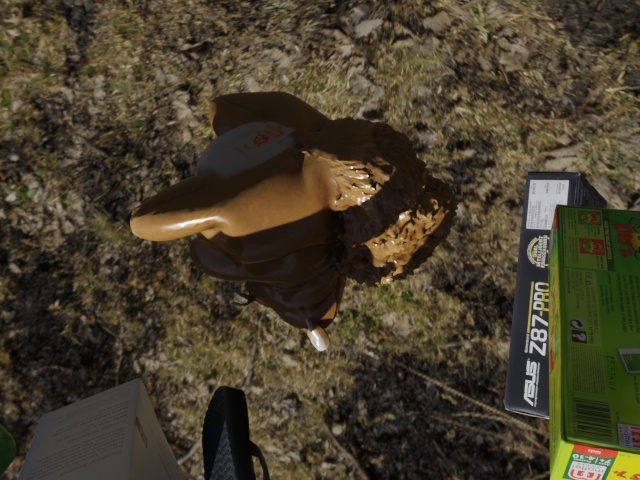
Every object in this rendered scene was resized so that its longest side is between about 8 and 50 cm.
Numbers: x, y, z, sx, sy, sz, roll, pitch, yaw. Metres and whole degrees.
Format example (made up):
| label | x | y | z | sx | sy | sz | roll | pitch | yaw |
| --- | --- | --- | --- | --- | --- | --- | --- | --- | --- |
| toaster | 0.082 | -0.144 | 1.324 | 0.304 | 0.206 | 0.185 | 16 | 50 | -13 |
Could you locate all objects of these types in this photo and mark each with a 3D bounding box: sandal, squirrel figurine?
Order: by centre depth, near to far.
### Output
| label | x | y | z | sx | sy | sz | roll | pitch | yaw |
| --- | --- | --- | --- | --- | --- | --- | --- | --- | --- |
| sandal | -0.074 | 0.237 | 0.575 | 0.054 | 0.254 | 0.097 | 19 | 115 | -20 |
| squirrel figurine | 0.000 | 0.000 | 0.883 | 0.396 | 0.281 | 0.370 | -3 | 134 | 17 |

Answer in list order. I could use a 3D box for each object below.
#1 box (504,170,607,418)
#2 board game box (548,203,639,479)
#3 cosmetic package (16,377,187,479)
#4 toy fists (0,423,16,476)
| label | x | y | z | sx | sy | sz | roll | pitch | yaw |
| --- | --- | --- | --- | --- | --- | --- | --- | --- | --- |
| box | 0.436 | 0.096 | 1.081 | 0.097 | 0.318 | 0.395 | 4 | 88 | 35 |
| board game box | 0.184 | 0.055 | 0.351 | 0.092 | 0.181 | 0.043 | 6 | 134 | 15 |
| cosmetic package | -0.253 | 0.359 | 0.710 | 0.156 | 0.385 | 0.217 | -21 | 110 | -10 |
| toy fists | -0.309 | 0.165 | 0.390 | 0.279 | 0.142 | 0.096 | -28 | 92 | 34 |
